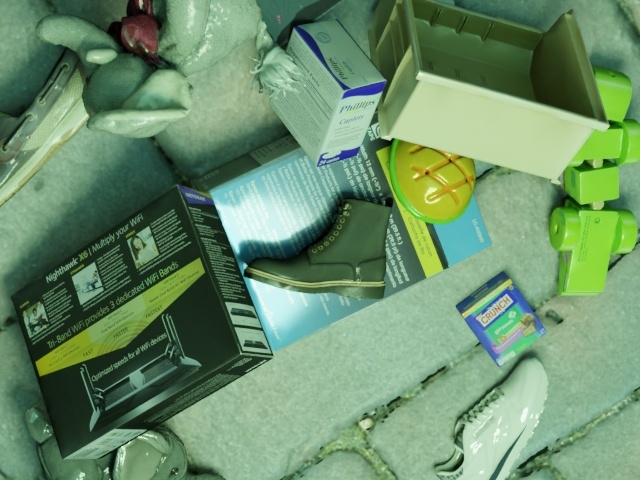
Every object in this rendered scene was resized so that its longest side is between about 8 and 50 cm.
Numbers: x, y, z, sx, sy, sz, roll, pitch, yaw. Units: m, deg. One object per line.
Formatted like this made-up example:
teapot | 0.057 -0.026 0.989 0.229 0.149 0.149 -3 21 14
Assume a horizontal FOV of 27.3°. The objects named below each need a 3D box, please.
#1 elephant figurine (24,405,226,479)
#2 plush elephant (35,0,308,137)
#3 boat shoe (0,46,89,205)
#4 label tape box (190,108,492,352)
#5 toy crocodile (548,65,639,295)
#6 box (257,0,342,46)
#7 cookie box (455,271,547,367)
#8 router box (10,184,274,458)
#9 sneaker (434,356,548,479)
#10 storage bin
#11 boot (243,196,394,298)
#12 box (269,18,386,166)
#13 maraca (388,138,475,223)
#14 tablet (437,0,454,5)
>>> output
elephant figurine | -0.266 0.300 1.845 0.239 0.186 0.169 -20 63 -16
plush elephant | -0.213 -0.242 1.599 0.255 0.272 0.330 -39 96 -10
boat shoe | -0.391 -0.136 1.723 0.092 0.103 0.285 44 89 -13
label tape box | 0.029 -0.036 1.825 0.348 0.115 0.249 -26 108 -8
toy crocodile | 0.390 -0.080 1.898 0.115 0.105 0.340 -3 109 -11
box | -0.080 -0.405 1.690 0.165 0.143 0.270 -37 108 0
cookie box | 0.267 0.117 1.946 0.092 0.040 0.107 -37 107 0
router box | -0.237 0.110 1.699 0.309 0.081 0.243 -31 68 23
sneaker | 0.259 0.274 1.966 0.095 0.090 0.235 25 97 -7
storage bin | 0.210 -0.227 1.721 0.262 0.260 0.123 12 135 -17
boot | 0.000 0.000 1.736 0.198 0.077 0.137 5 98 -28
box | 0.008 -0.189 1.684 0.072 0.126 0.137 -17 147 -32
maraca | 0.147 -0.111 1.732 0.127 0.099 0.185 9 72 -27
tablet | 0.144 -0.311 1.831 0.083 0.006 0.054 4 103 -12
